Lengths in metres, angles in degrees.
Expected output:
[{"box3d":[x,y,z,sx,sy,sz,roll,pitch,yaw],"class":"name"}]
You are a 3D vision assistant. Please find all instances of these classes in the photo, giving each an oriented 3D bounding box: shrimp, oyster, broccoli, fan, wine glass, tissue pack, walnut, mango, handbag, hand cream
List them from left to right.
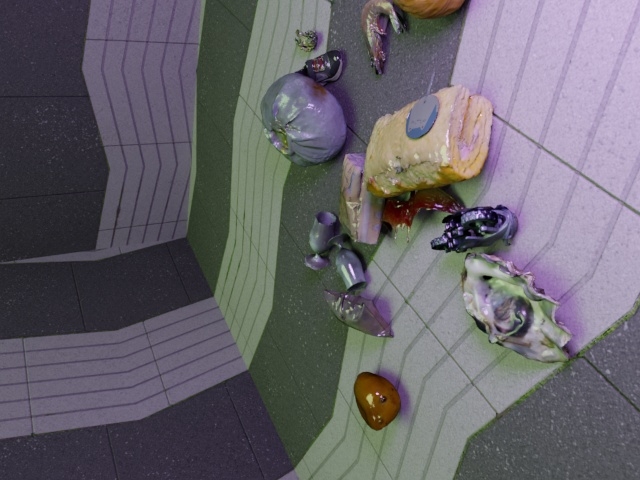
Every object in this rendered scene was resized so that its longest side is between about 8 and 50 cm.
[{"box3d":[-0.054,-0.746,1.914,0.095,0.092,0.097,-49,37,30],"class":"broccoli"},{"box3d":[0.000,0.000,2.015,0.103,0.103,0.222,50,139,44],"class":"wine glass"},{"box3d":[0.099,0.082,1.870,0.093,0.093,0.202,-54,50,53],"class":"wine glass"},{"box3d":[0.123,0.250,1.819,0.270,0.117,0.182,15,145,53],"class":"handbag"},{"box3d":[0.130,-0.139,1.692,0.215,0.123,0.257,-116,29,-63],"class":"tissue pack"},{"box3d":[0.188,0.539,1.796,0.166,0.136,0.236,68,164,0],"class":"mango"},{"box3d":[0.187,-0.699,1.531,0.087,0.054,0.186,59,152,27],"class":"hand cream"},{"box3d":[0.190,-0.604,1.534,0.152,0.046,0.219,17,128,44],"class":"shrimp"},{"box3d":[0.253,-0.329,1.250,0.113,0.005,0.175,7,78,60],"class":"fan"},{"box3d":[0.262,-0.639,1.252,0.222,0.195,0.195,-126,37,-56],"class":"walnut"},{"box3d":[0.451,0.140,1.237,0.351,0.114,0.238,-134,35,-54],"class":"oyster"}]

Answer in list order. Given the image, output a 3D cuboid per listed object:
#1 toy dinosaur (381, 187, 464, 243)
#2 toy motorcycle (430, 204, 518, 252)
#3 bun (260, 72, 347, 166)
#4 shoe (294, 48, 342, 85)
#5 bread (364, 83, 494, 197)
[{"box3d":[0.275,-0.075,1.523,0.327,0.113,0.207,-44,34,45],"class":"toy dinosaur"},{"box3d":[0.386,-0.024,1.289,0.270,0.159,0.106,119,146,-71],"class":"toy motorcycle"},{"box3d":[-0.074,-0.420,1.856,0.362,0.211,0.362,32,141,30],"class":"bun"},{"box3d":[-0.009,-0.611,1.845,0.227,0.112,0.099,-11,88,63],"class":"shoe"},{"box3d":[0.261,-0.241,1.365,0.375,0.165,0.237,-2,73,62],"class":"bread"}]
